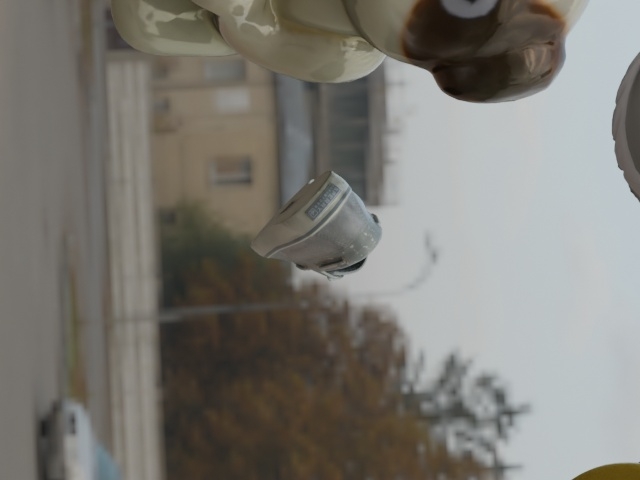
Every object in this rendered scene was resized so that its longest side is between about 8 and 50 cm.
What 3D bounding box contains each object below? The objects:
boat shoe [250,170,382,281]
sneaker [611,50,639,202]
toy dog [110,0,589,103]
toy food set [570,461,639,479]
[{"bbox_3d":[0.001,-0.001,1.609,0.081,0.079,0.227,45,-9,-4],"label":"boat shoe"},{"bbox_3d":[0.243,-0.110,1.015,0.281,0.105,0.115,-54,-176,-35],"label":"sneaker"},{"bbox_3d":[0.057,-0.232,1.578,0.408,0.395,0.284,24,-86,62],"label":"toy dog"},{"bbox_3d":[0.188,0.188,1.140,0.128,0.218,0.071,49,24,10],"label":"toy food set"}]
